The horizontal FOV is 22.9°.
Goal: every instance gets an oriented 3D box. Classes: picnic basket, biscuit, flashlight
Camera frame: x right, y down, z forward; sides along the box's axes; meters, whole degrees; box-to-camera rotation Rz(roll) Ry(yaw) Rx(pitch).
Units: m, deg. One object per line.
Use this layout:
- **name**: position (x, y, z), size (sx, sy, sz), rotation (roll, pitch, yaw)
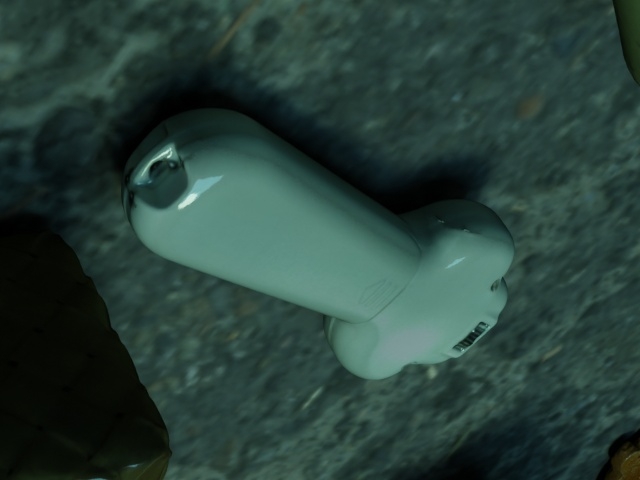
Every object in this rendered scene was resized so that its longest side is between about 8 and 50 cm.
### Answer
- **picnic basket**: position (-0.128, 0.099, 0.582), size (0.128, 0.138, 0.178), rotation (-11, 134, -24)
- **biscuit**: position (0.200, 0.129, 0.937), size (0.078, 0.015, 0.091), rotation (15, 125, -41)
- **flashlight**: position (0.000, 0.000, 0.631), size (0.093, 0.047, 0.200), rotation (-45, 138, 19)

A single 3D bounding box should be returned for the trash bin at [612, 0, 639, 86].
- **trash bin**: position (0.190, -0.171, 0.499), size (0.243, 0.121, 0.247), rotation (-29, 147, 0)
